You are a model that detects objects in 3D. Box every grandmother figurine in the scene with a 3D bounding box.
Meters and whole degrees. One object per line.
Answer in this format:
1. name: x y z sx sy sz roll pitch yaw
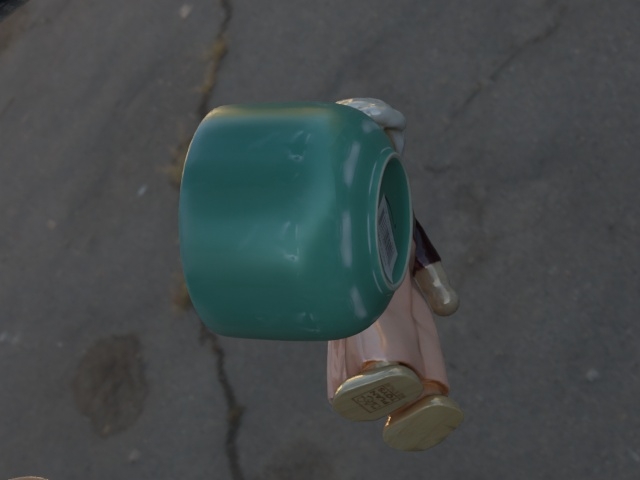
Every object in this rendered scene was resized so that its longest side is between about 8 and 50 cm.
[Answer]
1. grandmother figurine: 0.043 0.002 1.112 0.104 0.208 0.342 -23 47 20

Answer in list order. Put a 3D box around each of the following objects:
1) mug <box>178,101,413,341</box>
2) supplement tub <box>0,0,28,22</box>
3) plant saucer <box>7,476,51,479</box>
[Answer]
1. mug: -0.001 -0.009 0.695 0.097 0.157 0.130 0 86 19
2. supplement tub: -0.163 -0.150 0.418 0.272 0.191 0.191 -37 35 3
3. plant saucer: -0.301 0.343 1.292 0.199 0.037 0.200 -9 68 23
